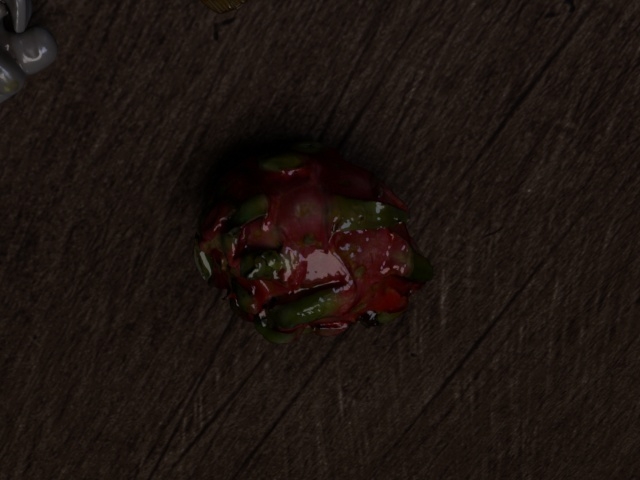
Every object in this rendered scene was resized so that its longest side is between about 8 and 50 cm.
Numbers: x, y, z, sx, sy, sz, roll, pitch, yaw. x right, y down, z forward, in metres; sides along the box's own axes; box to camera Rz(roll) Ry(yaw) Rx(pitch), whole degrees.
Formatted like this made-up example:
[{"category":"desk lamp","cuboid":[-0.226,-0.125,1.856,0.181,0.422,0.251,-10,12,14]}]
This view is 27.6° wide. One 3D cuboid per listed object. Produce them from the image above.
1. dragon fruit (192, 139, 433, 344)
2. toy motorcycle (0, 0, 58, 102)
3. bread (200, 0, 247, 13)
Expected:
[{"category":"dragon fruit","cuboid":[-0.006,0.009,1.576,0.303,0.231,0.237,12,115,-40]},{"category":"toy motorcycle","cuboid":[-0.390,-0.200,1.336,0.223,0.108,0.340,20,116,-25]},{"category":"bread","cuboid":[-0.103,-0.285,1.370,0.085,0.085,0.053,-30,140,10]}]
